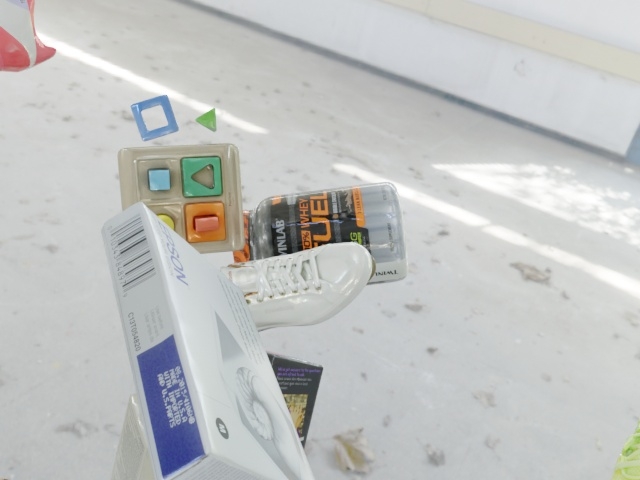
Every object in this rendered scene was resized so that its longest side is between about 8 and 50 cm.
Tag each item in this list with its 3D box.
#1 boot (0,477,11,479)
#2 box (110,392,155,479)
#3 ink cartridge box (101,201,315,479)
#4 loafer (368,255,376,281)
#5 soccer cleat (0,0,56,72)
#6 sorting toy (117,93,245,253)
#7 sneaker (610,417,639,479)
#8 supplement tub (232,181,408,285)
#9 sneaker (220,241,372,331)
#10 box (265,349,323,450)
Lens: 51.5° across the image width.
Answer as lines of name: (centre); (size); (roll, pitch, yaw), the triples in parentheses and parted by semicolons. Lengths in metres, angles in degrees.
boot: (-0.412, 0.342, 0.752); (0.084, 0.059, 0.158); (2, 55, 34)
box: (-0.299, 0.438, 1.193); (0.121, 0.311, 0.148); (4, 27, -31)
ink cartridge box: (-0.071, 0.108, 0.524); (0.224, 0.045, 0.223); (52, 9, -52)
loafer: (0.021, 0.063, 1.086); (0.056, 0.148, 0.050); (69, 10, 16)
soccer cleat: (-0.387, -0.323, 0.773); (0.095, 0.248, 0.083); (-25, 25, -36)
sorting toy: (-0.224, -0.062, 1.076); (0.195, 0.348, 0.047); (-4, 8, -10)
sneaker: (0.373, 0.196, 0.677); (0.384, 0.145, 0.147); (-30, 87, -32)
supplement tub: (0.000, 0.000, 1.350); (0.337, 0.207, 0.207); (-8, 26, 3)
sneaker: (-0.069, 0.072, 0.961); (0.123, 0.290, 0.106); (39, 32, -55)
box: (-0.124, 0.348, 1.279); (0.165, 0.271, 0.143); (4, -14, 45)
